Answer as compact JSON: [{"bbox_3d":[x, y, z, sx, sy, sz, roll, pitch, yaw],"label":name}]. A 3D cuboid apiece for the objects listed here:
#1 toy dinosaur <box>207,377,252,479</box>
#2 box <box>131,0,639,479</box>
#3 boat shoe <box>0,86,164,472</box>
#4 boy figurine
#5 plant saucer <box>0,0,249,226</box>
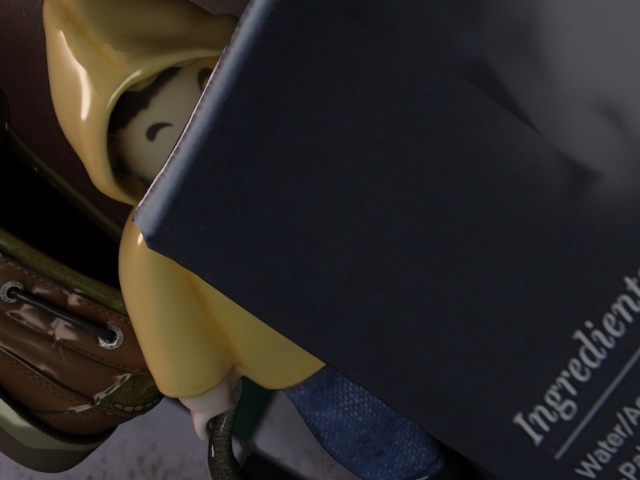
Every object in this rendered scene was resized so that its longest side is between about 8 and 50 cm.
[{"bbox_3d":[0.027,0.212,0.744,0.160,0.121,0.313,6,103,62],"label":"toy dinosaur"},{"bbox_3d":[0.202,-0.025,0.490,0.395,0.293,0.212,33,121,4],"label":"box"},{"bbox_3d":[-0.178,-0.039,0.693,0.307,0.110,0.104,42,118,-14],"label":"boat shoe"},{"bbox_3d":[0.000,0.000,0.641,0.177,0.092,0.285,-36,124,2],"label":"boy figurine"},{"bbox_3d":[-0.125,-0.115,0.717,0.311,0.050,0.310,9,116,18],"label":"plant saucer"}]
